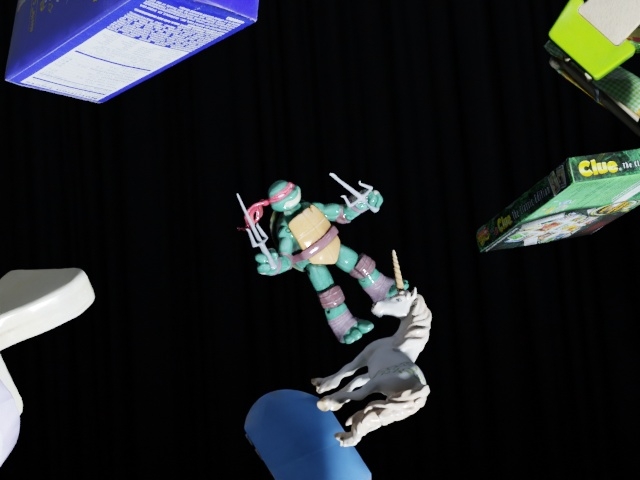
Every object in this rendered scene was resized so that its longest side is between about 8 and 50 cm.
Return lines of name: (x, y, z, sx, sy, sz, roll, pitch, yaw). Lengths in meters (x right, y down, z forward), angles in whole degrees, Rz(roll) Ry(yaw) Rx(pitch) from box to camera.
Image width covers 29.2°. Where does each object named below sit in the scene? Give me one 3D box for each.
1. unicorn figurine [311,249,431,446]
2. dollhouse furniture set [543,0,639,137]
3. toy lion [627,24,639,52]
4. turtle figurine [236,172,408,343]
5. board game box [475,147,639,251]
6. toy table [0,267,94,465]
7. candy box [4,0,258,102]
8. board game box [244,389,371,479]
unicorn figurine: (0.047, 0.097, 0.957, 0.111, 0.060, 0.162, -32, -145, 3)
dollhouse furniture set: (0.398, -0.230, 1.509, 0.151, 0.197, 0.301, -47, 171, 8)
toy lion: (0.381, -0.255, 1.474, 0.100, 0.096, 0.034, 7, 130, -4)
turtle figurine: (0.000, 0.000, 1.474, 0.175, 0.234, 0.118, -39, -162, -10)
board game box: (0.260, -0.040, 1.225, 0.136, 0.030, 0.259, -6, 167, -14)
toy table: (-0.312, 0.077, 0.893, 0.274, 0.252, 0.161, 8, -144, 17)
candy box: (-0.178, -0.301, 1.190, 0.122, 0.268, 0.317, 15, 164, -34)
board game box: (-0.019, 0.250, 1.394, 0.133, 0.168, 0.033, -14, 154, -48)
